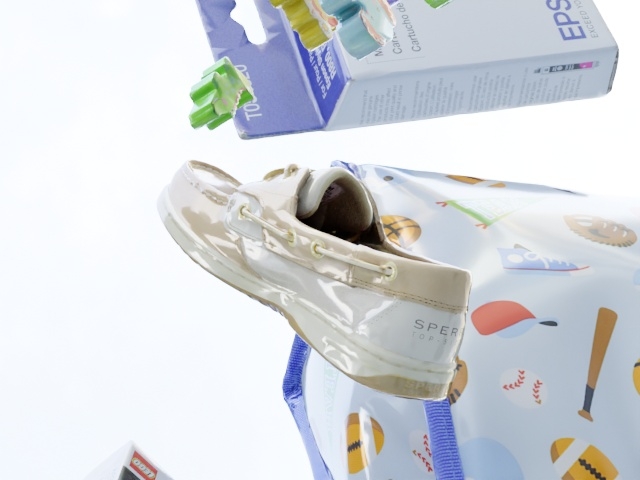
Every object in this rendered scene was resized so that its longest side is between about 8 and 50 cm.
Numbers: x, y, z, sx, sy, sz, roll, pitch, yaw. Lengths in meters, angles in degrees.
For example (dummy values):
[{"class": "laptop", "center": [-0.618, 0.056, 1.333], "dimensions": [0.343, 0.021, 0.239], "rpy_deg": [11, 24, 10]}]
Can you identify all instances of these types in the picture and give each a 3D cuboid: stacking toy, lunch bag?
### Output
[{"class": "stacking toy", "center": [0.029, -0.137, 1.021], "dimensions": [0.052, 0.167, 0.221], "rpy_deg": [54, -152, -14]}, {"class": "lunch bag", "center": [0.171, 0.131, 1.166], "dimensions": [0.328, 0.385, 0.238], "rpy_deg": [3, -66, -16]}]

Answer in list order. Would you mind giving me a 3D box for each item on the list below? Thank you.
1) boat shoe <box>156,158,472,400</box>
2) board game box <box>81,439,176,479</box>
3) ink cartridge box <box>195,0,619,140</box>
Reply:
[{"class": "boat shoe", "center": [0.000, 0.000, 0.699], "dimensions": [0.063, 0.170, 0.059], "rpy_deg": [10, -72, -44]}, {"class": "board game box", "center": [-0.035, 0.274, 1.067], "dimensions": [0.305, 0.053, 0.193], "rpy_deg": [44, -161, -13]}, {"class": "ink cartridge box", "center": [0.056, -0.235, 1.621], "dimensions": [0.330, 0.071, 0.324], "rpy_deg": [-7, -132, -14]}]
